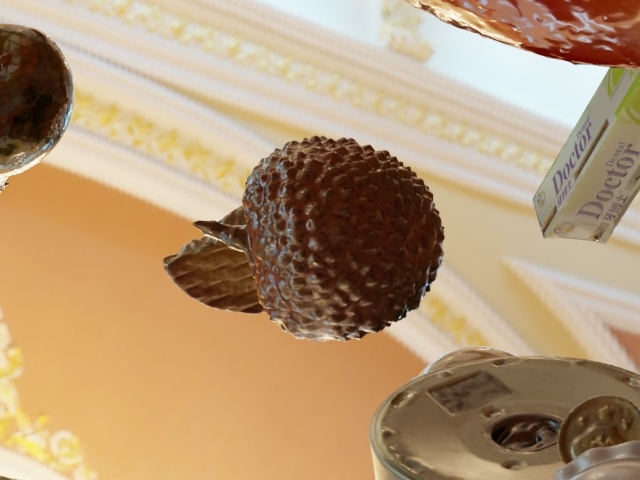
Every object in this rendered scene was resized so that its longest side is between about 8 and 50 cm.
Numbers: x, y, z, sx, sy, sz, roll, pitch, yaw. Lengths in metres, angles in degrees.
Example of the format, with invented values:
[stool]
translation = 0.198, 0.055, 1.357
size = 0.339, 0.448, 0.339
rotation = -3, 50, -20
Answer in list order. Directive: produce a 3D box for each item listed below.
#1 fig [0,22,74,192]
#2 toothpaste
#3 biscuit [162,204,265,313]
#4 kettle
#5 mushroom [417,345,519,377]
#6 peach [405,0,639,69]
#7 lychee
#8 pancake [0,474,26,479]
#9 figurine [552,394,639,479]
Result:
[fig]
translation = -0.272, -0.095, 1.448
size = 0.133, 0.126, 0.185
rotation = -29, -49, -24
[toothpaste]
translation = 0.321, -0.126, 1.703
size = 0.081, 0.336, 0.067
rotation = 6, -132, -18
[biscuit]
translation = -0.051, 0.000, 1.746
size = 0.228, 0.176, 0.031
rotation = 1, -150, -19
[kettle]
translation = 0.147, 0.300, 1.415
size = 0.250, 0.361, 0.377
rotation = -19, -65, -31
[mushroom]
translation = 0.185, 0.217, 1.813
size = 0.206, 0.209, 0.206
rotation = 4, -96, -39
[peach]
translation = 0.119, -0.212, 0.731
size = 0.338, 0.281, 0.281
rotation = 23, -123, -7
[lychee]
translation = 0.000, 0.000, 1.312
size = 0.165, 0.197, 0.165
rotation = -8, -90, -89
[pancake]
translation = -0.293, 0.311, 1.398
size = 0.253, 0.037, 0.254
rotation = 0, -116, -1
[figurine]
translation = 0.201, 0.223, 1.025
size = 0.143, 0.143, 0.271
rotation = 36, -146, -32
